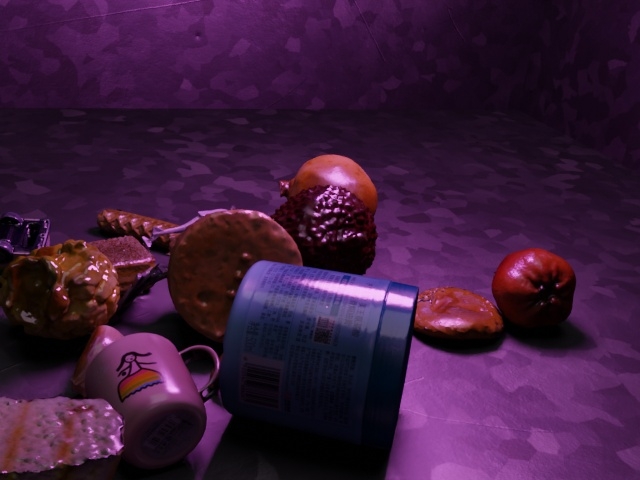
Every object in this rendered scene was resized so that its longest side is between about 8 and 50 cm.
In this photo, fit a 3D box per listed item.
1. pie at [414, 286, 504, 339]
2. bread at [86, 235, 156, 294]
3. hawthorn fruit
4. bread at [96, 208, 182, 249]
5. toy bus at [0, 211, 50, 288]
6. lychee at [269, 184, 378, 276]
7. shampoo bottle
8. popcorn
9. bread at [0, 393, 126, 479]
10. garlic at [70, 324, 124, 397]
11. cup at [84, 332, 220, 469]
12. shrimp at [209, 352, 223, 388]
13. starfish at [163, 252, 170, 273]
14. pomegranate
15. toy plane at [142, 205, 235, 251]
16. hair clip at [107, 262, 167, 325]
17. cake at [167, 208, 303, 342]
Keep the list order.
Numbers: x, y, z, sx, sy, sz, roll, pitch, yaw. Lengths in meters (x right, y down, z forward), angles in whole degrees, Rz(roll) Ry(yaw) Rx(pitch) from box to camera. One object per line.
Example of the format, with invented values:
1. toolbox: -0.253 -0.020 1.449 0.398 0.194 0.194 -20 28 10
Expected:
1. pie: 0.353 0.194 1.996 0.273 0.069 0.273 6 21 -2
2. bread: -0.565 0.075 1.981 0.234 0.111 0.184 -9 26 -33
3. hawthorn fruit: 0.564 0.124 2.051 0.224 0.224 0.261 4 9 -5
4. bread: -0.494 -0.025 2.243 0.367 0.084 0.077 13 67 15
5. toy bus: -0.837 0.037 1.906 0.305 0.179 0.143 2 40 -9
6. lychee: 0.000 0.000 2.061 0.306 0.306 0.330 -16 10 -39
7. shampoo bottle: 0.004 0.224 1.537 0.342 0.331 0.331 10 25 9
8. popcorn: -0.596 0.118 1.733 0.258 0.224 0.270 -13 16 -34
9. bread: -0.499 0.398 1.160 0.395 0.264 0.239 2 13 -10
10. garlic: -0.461 0.252 1.645 0.115 0.128 0.207 25 13 -17
11. cup: -0.299 0.297 1.455 0.253 0.191 0.200 -25 39 -20
12. shrimp: -0.190 0.254 1.657 0.045 0.162 0.095 38 -12 -7
13. starfish: -0.369 0.074 2.109 0.133 0.041 0.130 -26 53 -15
14. pomegranate: 0.036 -0.115 2.312 0.307 0.307 0.307 5 25 -3
15. toy plane: -0.356 -0.042 2.113 0.273 0.107 0.182 1 25 -14
16. hair clip: -0.444 0.117 1.865 0.056 0.187 0.146 50 17 -5
17. cake: -0.216 0.082 1.861 0.332 0.332 0.321 2 0 -10
